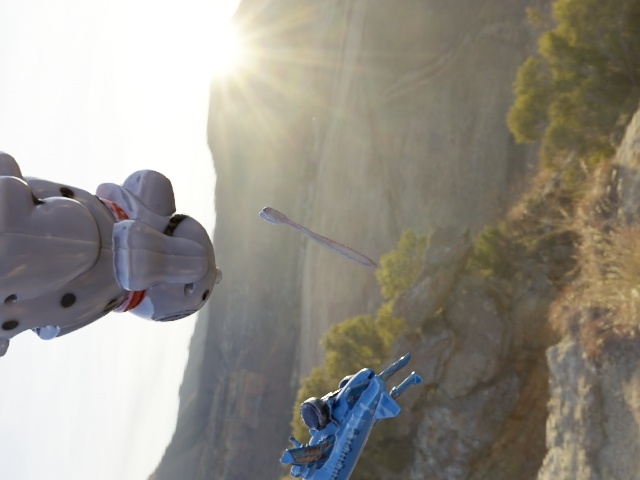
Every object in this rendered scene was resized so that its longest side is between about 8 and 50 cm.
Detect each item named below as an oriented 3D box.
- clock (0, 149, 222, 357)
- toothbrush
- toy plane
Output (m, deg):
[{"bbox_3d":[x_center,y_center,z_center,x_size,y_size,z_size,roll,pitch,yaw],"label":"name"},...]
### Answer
[{"bbox_3d":[-0.212,0.016,0.700,0.189,0.254,0.188,1,91,53],"label":"clock"},{"bbox_3d":[0.000,0.000,1.523,0.029,0.307,0.025,-26,45,50],"label":"toothbrush"},{"bbox_3d":[0.026,0.255,0.949,0.105,0.254,0.271,50,133,21],"label":"toy plane"}]
